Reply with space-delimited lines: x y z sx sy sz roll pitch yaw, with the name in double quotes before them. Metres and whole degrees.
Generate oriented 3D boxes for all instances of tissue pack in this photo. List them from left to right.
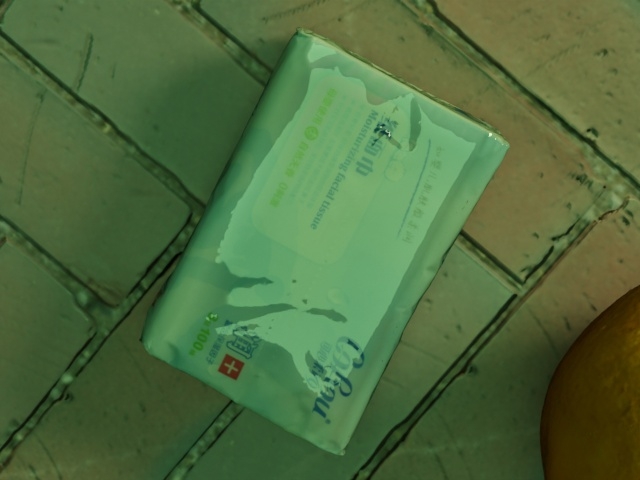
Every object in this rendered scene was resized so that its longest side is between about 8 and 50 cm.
"tissue pack" 0.000 0.000 1.086 0.177 0.089 0.263 28 99 1

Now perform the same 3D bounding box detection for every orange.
"orange" 0.275 0.138 0.986 0.261 0.261 0.261 1 96 7
